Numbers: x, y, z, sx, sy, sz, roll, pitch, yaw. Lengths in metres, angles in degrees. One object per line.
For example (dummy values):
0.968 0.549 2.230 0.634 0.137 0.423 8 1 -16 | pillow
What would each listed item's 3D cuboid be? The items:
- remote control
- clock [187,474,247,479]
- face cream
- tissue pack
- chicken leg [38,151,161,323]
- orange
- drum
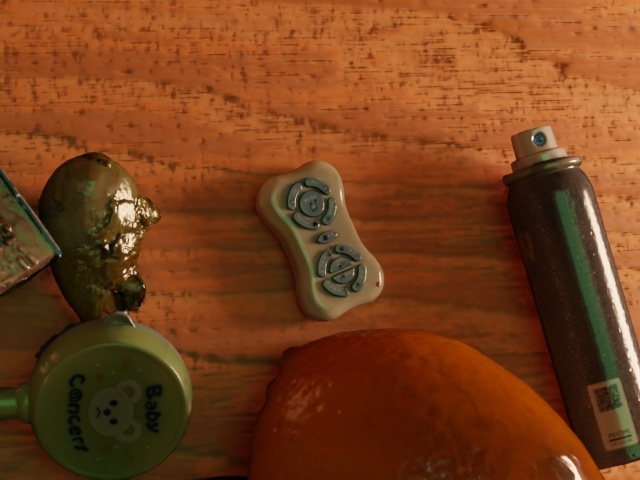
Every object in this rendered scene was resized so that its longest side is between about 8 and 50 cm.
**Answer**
0.000 0.000 1.188 0.074 0.032 0.122 -25 90 -24 | remote control
-0.070 0.249 1.097 0.155 0.063 0.229 42 70 -8 | clock
0.212 0.046 1.239 0.073 0.073 0.283 -13 85 -23 | face cream
-0.266 -0.029 1.043 0.082 0.120 0.169 -37 96 -22 | tissue pack
-0.156 0.024 1.109 0.093 0.070 0.178 -7 90 -28 | chicken leg
0.095 0.223 1.118 0.274 0.274 0.310 -17 112 -23 | orange
-0.214 0.131 1.067 0.253 0.049 0.130 -15 111 -4 | drum
